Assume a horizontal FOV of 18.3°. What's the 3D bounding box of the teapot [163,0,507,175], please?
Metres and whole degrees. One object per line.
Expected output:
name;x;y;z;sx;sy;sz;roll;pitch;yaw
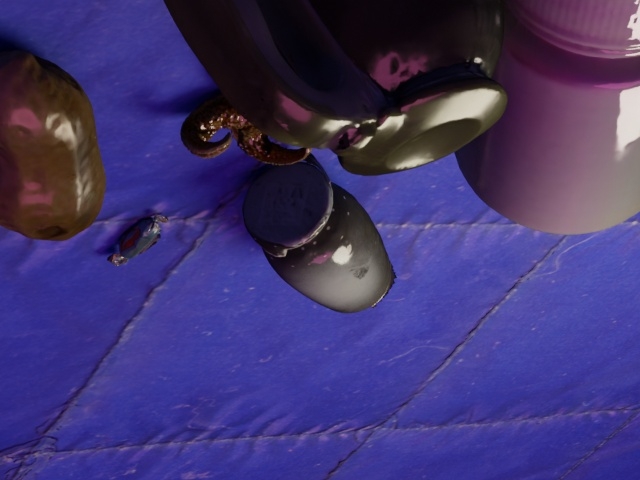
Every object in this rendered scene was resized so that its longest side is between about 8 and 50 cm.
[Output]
teapot;0.034;-0.183;1.552;0.239;0.239;0.321;-27;162;8

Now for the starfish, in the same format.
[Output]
starfish;-0.031;-0.118;1.835;0.190;0.074;0.146;7;142;-43

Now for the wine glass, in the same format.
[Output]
wine glass;0.000;0.000;2.029;0.111;0.111;0.204;-26;150;8

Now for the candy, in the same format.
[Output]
candy;-0.182;0.000;1.996;0.083;0.020;0.030;-39;148;26

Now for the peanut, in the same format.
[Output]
peanut;-0.250;-0.080;1.710;0.120;0.110;0.236;-7;150;0

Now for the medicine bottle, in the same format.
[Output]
medicine bottle;0.236;-0.187;1.752;0.219;0.219;0.388;-17;152;-10
